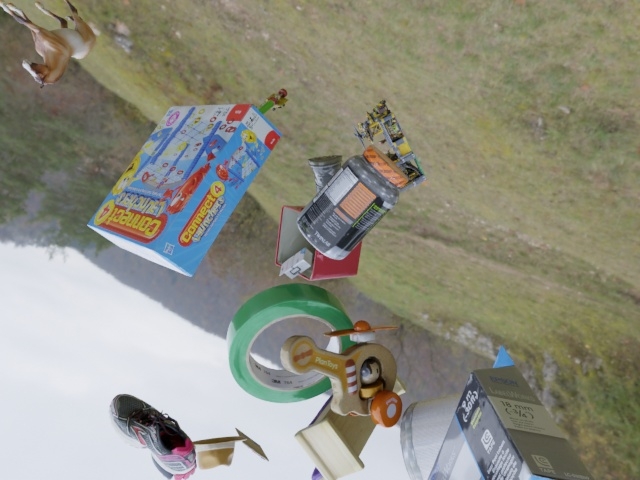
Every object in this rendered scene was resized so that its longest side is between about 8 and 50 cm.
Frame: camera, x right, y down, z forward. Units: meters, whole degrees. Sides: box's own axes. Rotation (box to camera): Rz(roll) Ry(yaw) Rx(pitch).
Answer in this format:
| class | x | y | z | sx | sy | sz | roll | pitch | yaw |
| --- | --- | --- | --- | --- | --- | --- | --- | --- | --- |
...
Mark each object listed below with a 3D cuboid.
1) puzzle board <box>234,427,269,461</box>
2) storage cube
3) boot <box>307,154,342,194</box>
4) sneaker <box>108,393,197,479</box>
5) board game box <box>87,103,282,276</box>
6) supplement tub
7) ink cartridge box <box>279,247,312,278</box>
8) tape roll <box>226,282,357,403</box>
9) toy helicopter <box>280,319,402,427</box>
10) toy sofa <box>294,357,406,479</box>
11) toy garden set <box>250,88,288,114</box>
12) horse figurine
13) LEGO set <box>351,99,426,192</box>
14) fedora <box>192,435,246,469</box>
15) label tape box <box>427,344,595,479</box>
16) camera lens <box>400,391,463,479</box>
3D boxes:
| class | x | y | z | sx | sy | sz | roll | pitch | yaw |
| --- | --- | --- | --- | --- | --- | --- | --- | --- | --- |
| puzzle board | -0.231 | 0.685 | 1.940 | 0.128 | 0.011 | 0.096 | 47 | 171 | -27 |
| storage cube | 0.000 | 0.000 | 1.770 | 0.193 | 0.215 | 0.183 | -2 | -164 | -42 |
| boot | 0.023 | -0.071 | 1.209 | 0.075 | 0.209 | 0.189 | -4 | -174 | 5 |
| sneaker | -0.428 | 0.485 | 1.503 | 0.299 | 0.112 | 0.120 | 28 | -142 | 24 |
| board game box | -0.262 | -0.109 | 1.081 | 0.308 | 0.302 | 0.086 | 13 | 157 | 48 |
| supplement tub | 0.057 | -0.068 | 1.019 | 0.117 | 0.190 | 0.117 | 39 | -163 | -14 |
| ink cartridge box | -0.059 | 0.059 | 1.405 | 0.028 | 0.083 | 0.048 | 42 | -149 | -23 |
| tape roll | -0.071 | 0.260 | 1.441 | 0.321 | 0.321 | 0.077 | 26 | -160 | -26 |
| toy helicopter | 0.056 | 0.275 | 1.321 | 0.355 | 0.235 | 0.140 | 27 | 164 | -39 |
| toy sofa | 0.071 | 0.457 | 1.530 | 0.150 | 0.177 | 0.362 | 55 | -146 | -2 |
| toy garden set | -0.218 | -0.367 | 1.749 | 0.244 | 0.204 | 0.049 | -10 | 120 | 44 |
| horse figurine | -0.541 | -0.426 | 1.195 | 0.174 | 0.066 | 0.263 | 50 | -153 | -13 |
| LEGO set | 0.196 | -0.276 | 1.927 | 0.332 | 0.192 | 0.255 | 61 | -176 | -22 |
| fedora | -0.297 | 0.601 | 1.635 | 0.194 | 0.079 | 0.194 | -7 | 160 | -3 |
| label tape box | 0.255 | 0.338 | 0.892 | 0.105 | 0.241 | 0.334 | 12 | -160 | -9 |
| camera lens | 0.336 | 0.464 | 1.331 | 0.274 | 0.220 | 0.219 | -20 | 152 | 25 |
